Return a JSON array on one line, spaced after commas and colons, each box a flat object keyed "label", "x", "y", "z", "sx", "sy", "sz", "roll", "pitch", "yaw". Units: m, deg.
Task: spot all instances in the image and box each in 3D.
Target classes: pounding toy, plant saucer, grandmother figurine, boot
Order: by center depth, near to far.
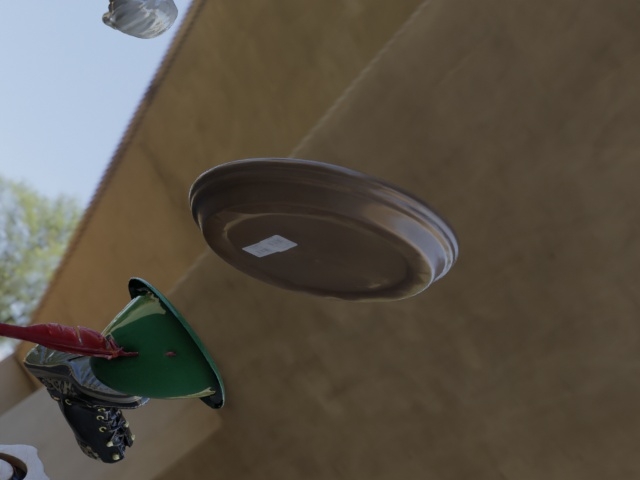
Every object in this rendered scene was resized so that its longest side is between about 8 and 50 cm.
[{"label": "plant saucer", "x": 0.000, "y": 0.000, "z": 1.232, "sx": 0.277, "sy": 0.041, "sz": 0.278, "roll": 11, "pitch": -22, "yaw": 5}, {"label": "grandmother figurine", "x": -0.292, "y": -0.394, "z": 1.504, "sx": 0.104, "sy": 0.208, "sz": 0.342, "roll": -20, "pitch": -67, "yaw": 36}, {"label": "boot", "x": -0.285, "y": 0.226, "z": 1.672, "sx": 0.236, "sy": 0.085, "sz": 0.179, "roll": 9, "pitch": -47, "yaw": 41}, {"label": "pounding toy", "x": -0.447, "y": 0.392, "z": 1.680, "sx": 0.269, "sy": 0.154, "sz": 0.155, "roll": -149, "pitch": -120, "yaw": -65}]

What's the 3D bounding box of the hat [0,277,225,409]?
[{"label": "hat", "x": -0.240, "y": 0.155, "z": 1.384, "sx": 0.208, "sy": 0.183, "sz": 0.173, "roll": 41, "pitch": -27, "yaw": 31}]
